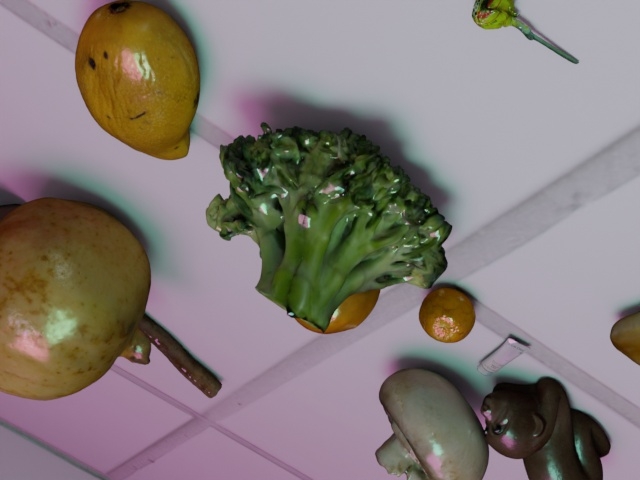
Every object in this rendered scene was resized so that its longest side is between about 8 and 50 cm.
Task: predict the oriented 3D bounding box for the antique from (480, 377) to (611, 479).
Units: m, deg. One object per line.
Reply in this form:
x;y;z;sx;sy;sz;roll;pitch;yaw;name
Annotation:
0.353;0.323;1.258;0.121;0.143;0.257;-17;126;48;antique

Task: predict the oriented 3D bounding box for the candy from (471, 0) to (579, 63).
0.197;-0.198;0.756;0.123;0.035;0.035;27;150;-17;candy

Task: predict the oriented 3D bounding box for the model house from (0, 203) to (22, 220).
-0.675;0.020;1.482;0.279;0.205;0.218;18;112;43;model house

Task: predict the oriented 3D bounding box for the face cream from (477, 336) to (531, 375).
0.278;0.178;1.216;0.038;0.020;0.115;29;143;-3;face cream

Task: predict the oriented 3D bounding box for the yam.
-0.320;0.215;1.632;0.327;0.045;0.045;49;171;-29;yam

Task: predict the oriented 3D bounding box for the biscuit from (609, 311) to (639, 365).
0.532;0.135;0.956;0.237;0.062;0.291;36;145;-16;biscuit

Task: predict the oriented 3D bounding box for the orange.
0.182;0.107;1.137;0.083;0.070;0.083;13;132;15;orange

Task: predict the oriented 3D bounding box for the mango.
-0.221;-0.180;0.974;0.157;0.108;0.262;16;147;7;mango

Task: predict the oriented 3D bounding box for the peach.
0.018;0.062;1.130;0.138;0.138;0.138;17;145;12;peach

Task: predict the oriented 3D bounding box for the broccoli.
0.000;0.000;0.955;0.288;0.245;0.248;21;155;16;broccoli

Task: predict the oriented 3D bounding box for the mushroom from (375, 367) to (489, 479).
0.173;0.319;1.307;0.178;0.226;0.226;-32;126;4;mushroom

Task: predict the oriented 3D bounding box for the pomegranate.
-0.418;0.099;1.304;0.343;0.342;0.342;17;145;12;pomegranate
